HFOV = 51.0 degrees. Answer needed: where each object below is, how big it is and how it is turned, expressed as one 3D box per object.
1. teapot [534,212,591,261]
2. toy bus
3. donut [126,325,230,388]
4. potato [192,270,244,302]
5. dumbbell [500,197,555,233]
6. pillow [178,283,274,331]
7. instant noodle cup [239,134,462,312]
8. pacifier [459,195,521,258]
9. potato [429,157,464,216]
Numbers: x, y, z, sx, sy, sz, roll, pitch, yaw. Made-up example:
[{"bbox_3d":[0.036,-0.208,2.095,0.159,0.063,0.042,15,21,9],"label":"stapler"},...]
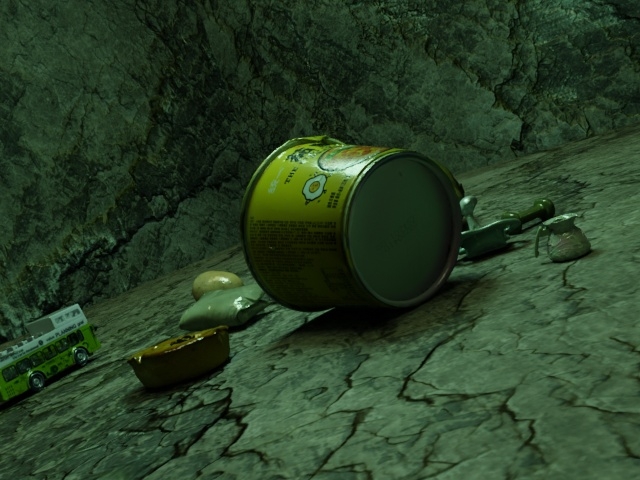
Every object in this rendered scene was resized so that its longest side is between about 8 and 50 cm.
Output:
[{"bbox_3d":[0.364,-0.004,1.026,0.083,0.064,0.064,-17,5,26],"label":"teapot"},{"bbox_3d":[-0.651,0.262,1.534,0.113,0.139,0.301,-19,7,26],"label":"toy bus"},{"bbox_3d":[-0.235,0.199,1.138,0.178,0.066,0.162,-18,1,21],"label":"donut"},{"bbox_3d":[-0.268,0.129,1.734,0.146,0.112,0.112,-9,9,25],"label":"potato"},{"bbox_3d":[0.426,-0.051,1.375,0.117,0.046,0.052,-21,11,-25],"label":"dumbbell"},{"bbox_3d":[-0.200,0.149,1.434,0.181,0.078,0.134,-13,11,29],"label":"pillow"},{"bbox_3d":[0.061,-0.022,1.127,0.325,0.326,0.254,-23,15,-31],"label":"instant noodle cup"},{"bbox_3d":[0.297,-0.028,1.268,0.150,0.117,0.127,-22,-21,13],"label":"pacifier"},{"bbox_3d":[0.256,-0.100,1.675,0.203,0.218,0.351,-59,10,2],"label":"potato"}]
